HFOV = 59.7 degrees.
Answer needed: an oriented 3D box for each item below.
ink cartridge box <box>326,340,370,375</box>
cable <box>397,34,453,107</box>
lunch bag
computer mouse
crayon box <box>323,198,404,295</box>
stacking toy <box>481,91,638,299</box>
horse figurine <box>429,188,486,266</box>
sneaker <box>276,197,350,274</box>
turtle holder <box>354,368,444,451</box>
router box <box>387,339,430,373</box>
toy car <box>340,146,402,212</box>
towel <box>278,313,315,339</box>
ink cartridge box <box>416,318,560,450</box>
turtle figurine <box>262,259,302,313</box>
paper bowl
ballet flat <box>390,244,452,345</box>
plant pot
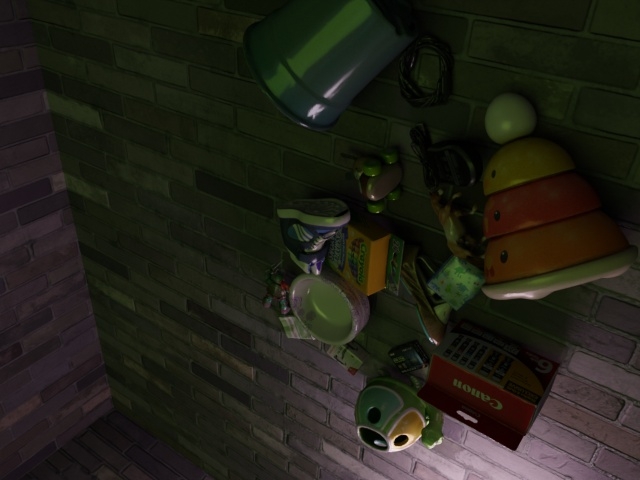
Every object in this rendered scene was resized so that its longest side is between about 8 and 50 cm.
[{"bbox_3d":[0.101,0.419,2.067,0.135,0.056,0.099,38,134,13],"label":"ink cartridge box"},{"bbox_3d":[0.268,-0.437,1.445,0.151,0.047,0.184,14,126,38],"label":"cable"},{"bbox_3d":[0.399,0.114,1.613,0.129,0.096,0.151,42,112,11],"label":"lunch bag"},{"bbox_3d":[0.341,-0.212,1.450,0.272,0.072,0.188,33,147,66],"label":"computer mouse"},{"bbox_3d":[0.111,0.027,1.741,0.323,0.083,0.203,35,134,42],"label":"crayon box"},{"bbox_3d":[0.498,-0.118,1.327,0.351,0.351,0.479,-21,82,43],"label":"stacking toy"},{"bbox_3d":[0.382,-0.027,1.510,0.263,0.066,0.174,63,159,0],"label":"horse figurine"},{"bbox_3d":[-0.001,0.000,1.716,0.323,0.130,0.236,10,123,51],"label":"sneaker"},{"bbox_3d":[0.265,0.621,1.928,0.320,0.227,0.243,30,136,19],"label":"turtle holder"},{"bbox_3d":[0.303,0.400,1.910,0.122,0.038,0.092,-32,93,44],"label":"router box"},{"bbox_3d":[0.129,-0.196,1.635,0.188,0.149,0.155,26,140,38],"label":"toy car"},{"bbox_3d":[-0.094,0.342,2.199,0.152,0.023,0.113,-7,110,41],"label":"towel"},{"bbox_3d":[0.473,0.398,1.586,0.310,0.272,0.130,23,127,29],"label":"ink cartridge box"},{"bbox_3d":[-0.152,0.175,2.089,0.175,0.118,0.234,34,137,17],"label":"turtle figurine"},{"bbox_3d":[0.042,0.206,1.925,0.284,0.148,0.284,19,126,28],"label":"paper bowl"},{"bbox_3d":[0.334,0.161,1.713,0.124,0.116,0.342,-24,95,26],"label":"ballet flat"},{"bbox_3d":[0.041,-0.511,1.400,0.334,0.341,0.341,-33,93,36],"label":"plant pot"}]
